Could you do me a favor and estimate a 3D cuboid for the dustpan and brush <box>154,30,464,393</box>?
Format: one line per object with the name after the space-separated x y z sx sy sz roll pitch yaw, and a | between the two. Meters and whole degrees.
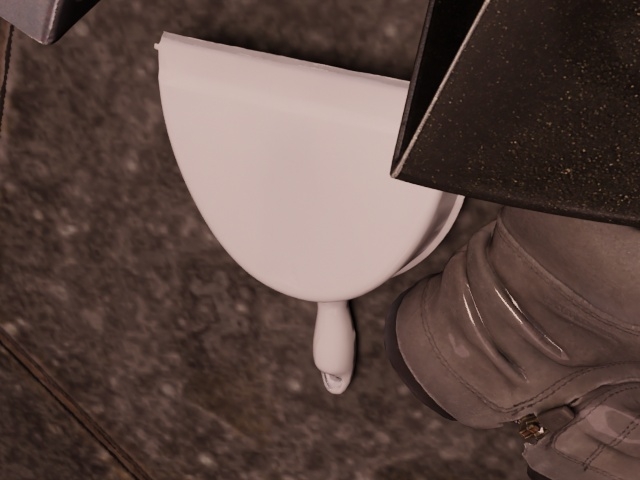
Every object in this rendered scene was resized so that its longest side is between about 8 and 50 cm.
0.000 0.000 0.722 0.147 0.060 0.211 14 123 20 | dustpan and brush

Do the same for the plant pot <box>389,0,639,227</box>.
0.144 -0.109 0.480 0.167 0.187 0.188 21 133 -6 | plant pot

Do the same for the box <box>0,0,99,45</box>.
-0.052 -0.208 0.431 0.143 0.270 0.165 29 133 4 | box

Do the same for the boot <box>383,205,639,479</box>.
0.207 0.066 0.638 0.338 0.118 0.223 36 141 7 | boot
